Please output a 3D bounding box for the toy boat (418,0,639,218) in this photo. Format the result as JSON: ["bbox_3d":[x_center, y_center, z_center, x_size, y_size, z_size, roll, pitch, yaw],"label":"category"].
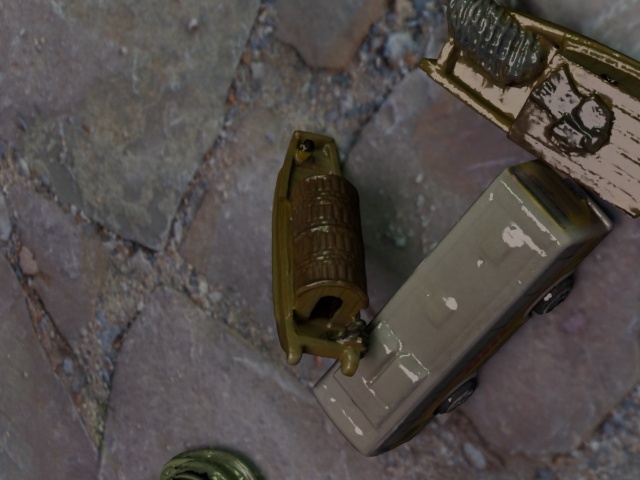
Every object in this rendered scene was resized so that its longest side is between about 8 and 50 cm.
[{"bbox_3d":[0.203,-0.070,0.739,0.321,0.121,0.089,36,111,22],"label":"toy boat"}]

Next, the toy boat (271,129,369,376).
[{"bbox_3d":[0.000,0.000,0.853,0.088,0.068,0.226,118,157,-47],"label":"toy boat"}]

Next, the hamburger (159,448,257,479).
[{"bbox_3d":[-0.106,0.266,1.038,0.133,0.062,0.140,-17,92,35],"label":"hamburger"}]

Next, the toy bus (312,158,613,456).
[{"bbox_3d":[0.099,0.058,0.838,0.092,0.106,0.268,50,122,18],"label":"toy bus"}]
